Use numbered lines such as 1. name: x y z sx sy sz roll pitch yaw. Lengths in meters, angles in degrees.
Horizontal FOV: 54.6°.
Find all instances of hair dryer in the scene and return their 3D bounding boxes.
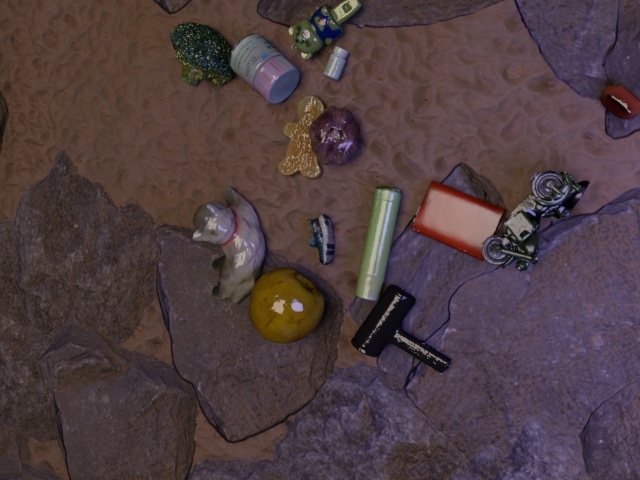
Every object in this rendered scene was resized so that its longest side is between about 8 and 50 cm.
1. hair dryer: 0.234 0.259 1.636 0.251 0.089 0.197 34 104 11

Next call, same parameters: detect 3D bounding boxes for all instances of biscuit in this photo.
1. biscuit: -0.038 -0.292 1.758 0.153 0.030 0.234 11 96 20

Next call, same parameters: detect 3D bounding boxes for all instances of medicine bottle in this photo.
1. medicine bottle: 0.043 -0.486 1.703 0.047 0.047 0.083 28 103 22
2. medicine bottle: -0.157 -0.483 1.751 0.168 0.135 0.135 47 110 17

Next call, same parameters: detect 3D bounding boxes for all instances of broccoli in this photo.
1. broccoli: -0.363 -0.540 1.859 0.219 0.194 0.194 36 108 -4

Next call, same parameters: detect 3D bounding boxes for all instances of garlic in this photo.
1. garlic: 0.040 -0.279 1.668 0.147 0.102 0.159 14 94 -14

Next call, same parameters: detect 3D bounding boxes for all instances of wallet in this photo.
1. wallet: 0.349 -0.052 1.578 0.204 0.045 0.142 25 100 22

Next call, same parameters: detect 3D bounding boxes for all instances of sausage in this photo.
1. sausage: 0.681 -0.314 1.404 0.054 0.059 0.094 -37 72 -23

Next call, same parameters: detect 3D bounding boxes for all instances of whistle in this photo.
1. whistle: 0.011 -0.588 1.694 0.227 0.085 0.105 -29 89 23

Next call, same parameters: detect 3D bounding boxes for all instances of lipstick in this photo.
1. lipstick: 0.154 0.005 1.657 0.076 0.076 0.304 15 99 24

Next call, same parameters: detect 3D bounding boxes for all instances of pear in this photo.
1. pear: -0.102 0.184 1.715 0.209 0.209 0.209 1 93 25

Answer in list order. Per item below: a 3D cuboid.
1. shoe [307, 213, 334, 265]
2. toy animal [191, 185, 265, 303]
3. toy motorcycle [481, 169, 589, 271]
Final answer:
1. shoe: 0.000 0.000 1.734 0.071 0.064 0.143 -10 85 24
2. toy animal: -0.288 0.034 1.814 0.266 0.188 0.308 37 103 10
3. toy motorcycle: 0.491 -0.044 1.419 0.127 0.205 0.275 43 96 17
